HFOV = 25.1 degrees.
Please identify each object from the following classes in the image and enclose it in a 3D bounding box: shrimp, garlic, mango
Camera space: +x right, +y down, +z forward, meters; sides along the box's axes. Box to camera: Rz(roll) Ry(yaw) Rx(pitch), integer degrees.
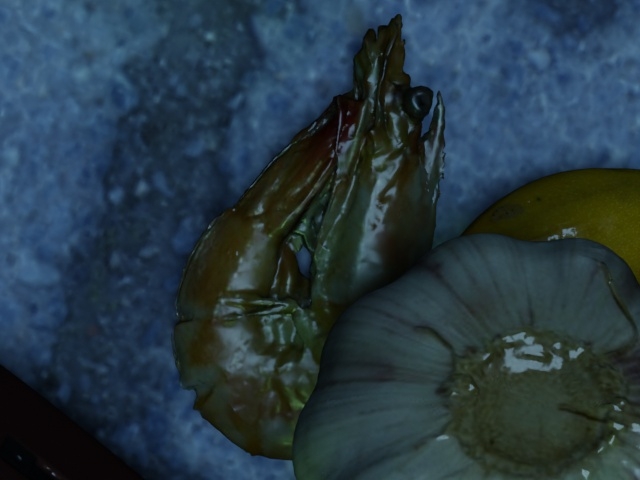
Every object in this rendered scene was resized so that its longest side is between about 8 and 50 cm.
[{"bbox_3d":[0.000,0.000,0.895,0.154,0.062,0.294,17,98,-5],"label":"shrimp"},{"bbox_3d":[0.095,0.132,0.839,0.245,0.253,0.245,3,66,-6],"label":"garlic"},{"bbox_3d":[0.168,0.002,0.913,0.190,0.075,0.098,-10,116,-10],"label":"mango"}]

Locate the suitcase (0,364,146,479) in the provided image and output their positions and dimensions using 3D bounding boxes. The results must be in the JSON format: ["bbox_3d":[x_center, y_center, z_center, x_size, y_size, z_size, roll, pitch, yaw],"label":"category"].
[{"bbox_3d":[-0.157,0.228,0.821,0.297,0.236,0.161,41,102,-13],"label":"suitcase"}]
